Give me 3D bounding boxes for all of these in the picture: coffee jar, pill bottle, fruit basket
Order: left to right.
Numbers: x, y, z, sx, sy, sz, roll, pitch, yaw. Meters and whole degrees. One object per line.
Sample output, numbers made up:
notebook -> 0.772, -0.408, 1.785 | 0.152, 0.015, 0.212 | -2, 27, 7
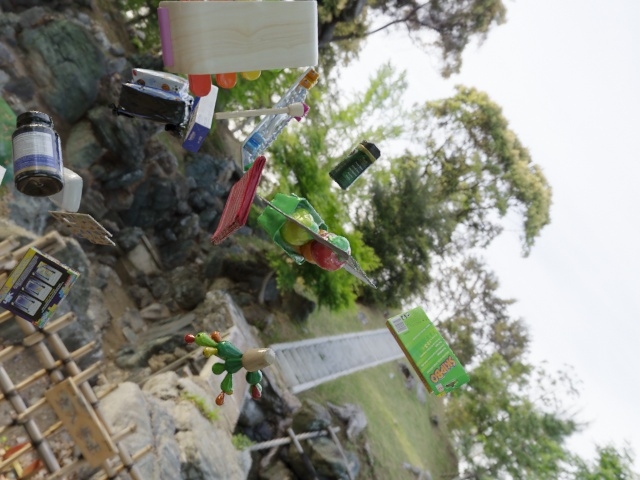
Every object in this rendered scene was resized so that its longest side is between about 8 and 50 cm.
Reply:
pill bottle -> -0.784, -0.242, 1.418 | 0.123, 0.123, 0.219 | 81, -7, -68
fruit basket -> 0.000, 0.000, 1.539 | 0.353, 0.165, 0.327 | 26, -11, 29
coffee jar -> 0.119, -0.259, 1.732 | 0.079, 0.184, 0.096 | 45, 6, -19

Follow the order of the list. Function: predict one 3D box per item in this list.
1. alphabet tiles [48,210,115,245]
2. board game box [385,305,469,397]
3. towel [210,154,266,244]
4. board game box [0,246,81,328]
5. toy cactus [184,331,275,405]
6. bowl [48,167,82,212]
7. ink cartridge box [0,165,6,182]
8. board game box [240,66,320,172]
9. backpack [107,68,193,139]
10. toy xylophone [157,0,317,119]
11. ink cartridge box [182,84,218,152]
alphabet tiles -> -0.943, -0.046, 2.064 | 0.237, 0.198, 0.009 | 64, 36, -56
board game box -> 0.308, 0.319, 1.478 | 0.259, 0.124, 0.039 | 57, -26, 30
towel -> -0.225, -0.104, 1.379 | 0.031, 0.199, 0.275 | 24, -21, -19
board game box -> -0.750, 0.124, 1.358 | 0.141, 0.170, 0.048 | 35, -5, -12
toy cactus -> -0.182, 0.271, 1.110 | 0.219, 0.180, 0.112 | 58, 35, -18
bowl -> -0.918, -0.180, 1.825 | 0.142, 0.053, 0.142 | 27, -69, 28
ink cartridge box -> -0.726, -0.122, 1.055 | 0.090, 0.092, 0.143 | 42, 7, -36
board game box -> -0.159, -0.436, 1.954 | 0.050, 0.390, 0.390 | 39, -10, -2
backpack -> -0.593, -0.517, 1.888 | 0.277, 0.213, 0.263 | 19, 9, -7
toy xylophone -> -0.130, -0.345, 0.940 | 0.081, 0.323, 0.236 | 32, -58, 50
ink cartridge box -> -0.338, -0.349, 1.440 | 0.046, 0.097, 0.207 | 23, 41, -24
